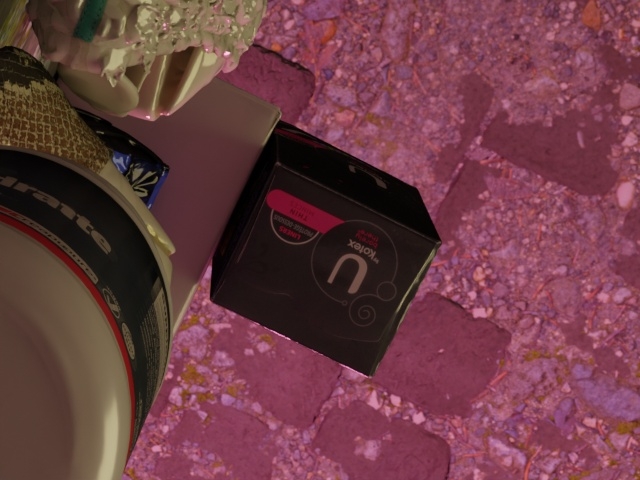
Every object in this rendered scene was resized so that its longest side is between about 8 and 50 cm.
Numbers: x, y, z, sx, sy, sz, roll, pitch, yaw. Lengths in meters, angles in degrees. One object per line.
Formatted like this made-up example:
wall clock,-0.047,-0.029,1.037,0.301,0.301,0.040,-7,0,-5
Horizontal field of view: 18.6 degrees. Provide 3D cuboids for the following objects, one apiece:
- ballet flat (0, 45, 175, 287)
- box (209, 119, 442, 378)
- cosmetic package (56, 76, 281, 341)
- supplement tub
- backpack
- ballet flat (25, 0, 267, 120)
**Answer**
ballet flat,-0.193,0.036,1.332,0.164,0.182,0.483,-65,-177,-31
box,0.000,0.000,1.799,0.143,0.165,0.270,-63,-173,10
cosmetic package,-0.199,0.005,1.766,0.365,0.197,0.155,-63,-176,0
supplement tub,-0.175,0.056,0.977,0.272,0.191,0.191,-82,-162,-79
backpack,-0.200,-0.055,1.611,0.120,0.098,0.101,27,88,-57
ballet flat,-0.125,-0.148,1.308,0.147,0.147,0.409,-64,175,2
